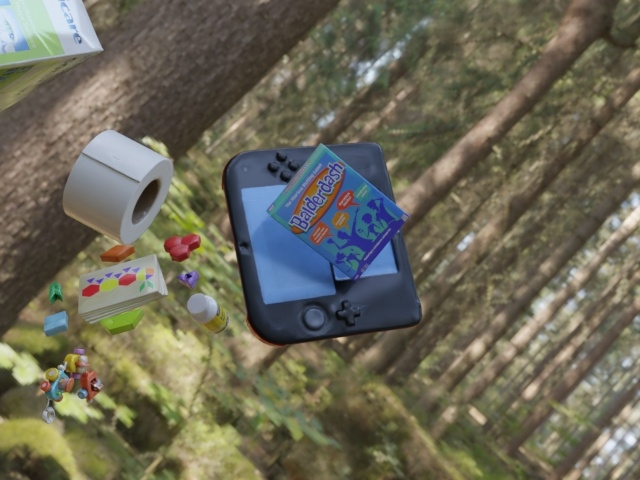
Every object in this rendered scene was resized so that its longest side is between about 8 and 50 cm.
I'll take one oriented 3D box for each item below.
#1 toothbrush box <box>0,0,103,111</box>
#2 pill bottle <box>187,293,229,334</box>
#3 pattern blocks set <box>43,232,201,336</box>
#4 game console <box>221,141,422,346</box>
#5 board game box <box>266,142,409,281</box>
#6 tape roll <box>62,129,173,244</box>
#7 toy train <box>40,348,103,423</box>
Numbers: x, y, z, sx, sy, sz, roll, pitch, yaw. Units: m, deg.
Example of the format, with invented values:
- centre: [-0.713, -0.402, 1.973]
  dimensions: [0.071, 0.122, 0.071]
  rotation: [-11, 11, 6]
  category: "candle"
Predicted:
- centre: [-0.402, -0.191, 0.961]
  dimensions: [0.206, 0.283, 0.122]
  rotation: [-20, -84, 33]
  category: "toothbrush box"
- centre: [-0.249, 0.159, 2.086]
  dimensions: [0.065, 0.065, 0.116]
  rotation: [39, -8, 28]
  category: "pill bottle"
- centre: [-0.406, 0.096, 1.951]
  dimensions: [0.285, 0.325, 0.026]
  rotation: [-95, 172, -54]
  category: "pattern blocks set"
- centre: [0.000, 0.000, 1.812]
  dimensions: [0.060, 0.342, 0.386]
  rotation: [125, -44, -68]
  category: "game console"
- centre: [0.032, -0.049, 1.728]
  dimensions: [0.210, 0.160, 0.047]
  rotation: [37, 4, -18]
  category: "board game box"
- centre: [-0.503, -0.132, 2.372]
  dimensions: [0.169, 0.246, 0.246]
  rotation: [27, -16, 9]
  category: "tape roll"
- centre: [-0.464, 0.278, 1.806]
  dimensions: [0.046, 0.166, 0.125]
  rotation: [4, -72, 21]
  category: "toy train"
